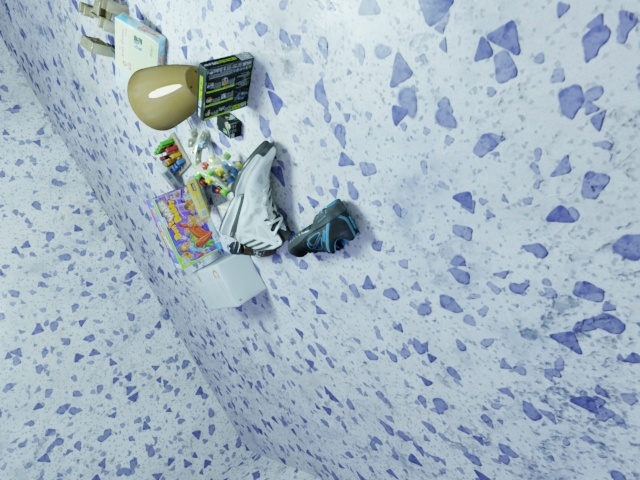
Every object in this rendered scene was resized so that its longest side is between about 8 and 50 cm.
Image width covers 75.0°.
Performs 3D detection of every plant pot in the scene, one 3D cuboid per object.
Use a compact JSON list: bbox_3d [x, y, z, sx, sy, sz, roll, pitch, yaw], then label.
[{"bbox_3d":[-0.537,-0.552,1.544,0.254,0.237,0.237,-4,113,35],"label":"plant pot"}]

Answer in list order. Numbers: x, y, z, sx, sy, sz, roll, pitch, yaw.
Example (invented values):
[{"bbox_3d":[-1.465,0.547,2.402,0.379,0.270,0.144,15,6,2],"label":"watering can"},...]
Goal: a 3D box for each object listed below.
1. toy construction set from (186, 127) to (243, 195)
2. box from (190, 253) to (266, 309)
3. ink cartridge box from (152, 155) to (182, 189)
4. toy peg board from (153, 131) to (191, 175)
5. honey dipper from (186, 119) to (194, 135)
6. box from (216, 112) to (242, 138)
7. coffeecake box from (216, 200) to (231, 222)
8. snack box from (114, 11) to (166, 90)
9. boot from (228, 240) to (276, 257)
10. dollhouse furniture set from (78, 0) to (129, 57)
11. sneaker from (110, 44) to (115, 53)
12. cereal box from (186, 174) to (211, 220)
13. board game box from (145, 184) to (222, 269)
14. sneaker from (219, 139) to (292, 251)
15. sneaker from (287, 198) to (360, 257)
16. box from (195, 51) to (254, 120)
[{"bbox_3d":[-0.428,-0.294,1.642,0.327,0.151,0.215,43,166,31],"label":"toy construction set"},{"bbox_3d":[-0.448,0.193,2.000,0.345,0.168,0.215,-16,103,53],"label":"box"},{"bbox_3d":[-0.762,-0.326,2.034,0.179,0.045,0.145,33,161,33],"label":"ink cartridge box"},{"bbox_3d":[-0.695,-0.389,1.936,0.161,0.079,0.161,-20,100,53],"label":"toy peg board"},{"bbox_3d":[-0.557,-0.496,1.746,0.030,0.030,0.161,-21,97,53],"label":"honey dipper"},{"bbox_3d":[-0.335,-0.423,1.526,0.083,0.052,0.062,40,139,23],"label":"box"},{"bbox_3d":[-0.348,-0.088,1.767,0.185,0.068,0.142,10,122,45],"label":"coffeecake box"},{"bbox_3d":[-0.739,-0.727,1.703,0.187,0.060,0.322,30,141,-6],"label":"snack box"},{"bbox_3d":[-0.270,0.032,1.776,0.219,0.106,0.082,3,88,20],"label":"boot"},{"bbox_3d":[-0.900,-0.920,1.777,0.212,0.161,0.242,38,117,23],"label":"dollhouse furniture set"},{"bbox_3d":[-0.832,-0.757,1.803,0.170,0.051,0.089,30,132,-26],"label":"sneaker"},{"bbox_3d":[-0.530,-0.194,1.824,0.240,0.047,0.173,-136,27,-71],"label":"cereal box"},{"bbox_3d":[-0.634,-0.069,1.968,0.078,0.233,0.347,5,120,47],"label":"board game box"},{"bbox_3d":[-0.188,-0.135,1.527,0.257,0.169,0.447,29,130,-1],"label":"sneaker"},{"bbox_3d":[0.000,0.000,1.394,0.140,0.125,0.341,51,145,1],"label":"sneaker"},{"bbox_3d":[-0.305,-0.491,1.330,0.045,0.190,0.184,43,142,14],"label":"box"}]
